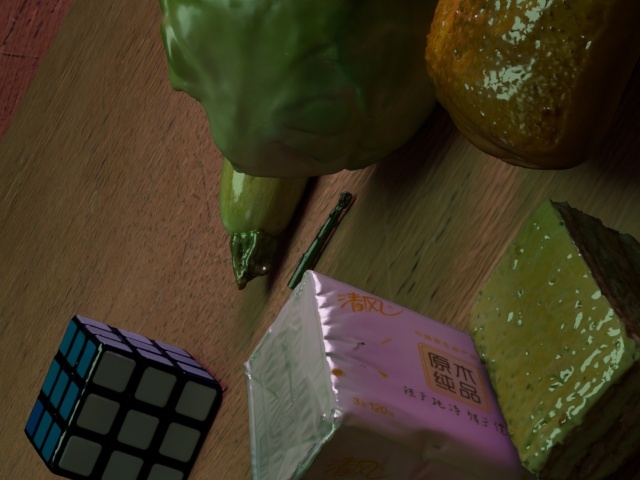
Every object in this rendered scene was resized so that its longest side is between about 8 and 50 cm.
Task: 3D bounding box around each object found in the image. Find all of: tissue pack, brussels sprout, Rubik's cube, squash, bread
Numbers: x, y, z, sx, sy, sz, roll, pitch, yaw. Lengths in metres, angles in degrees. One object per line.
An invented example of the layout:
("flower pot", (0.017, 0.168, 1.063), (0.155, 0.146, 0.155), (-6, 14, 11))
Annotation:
("tissue pack", (0.069, 0.149, 1.301), (0.124, 0.225, 0.185), (-56, 24, 27))
("brussels sprout", (0.003, -0.229, 1.743), (0.344, 0.344, 0.268), (-60, -12, 15))
("Rubik's cube", (-0.229, 0.196, 2.010), (0.162, 0.163, 0.160), (-69, 22, 3))
("squash", (-0.071, -0.090, 1.987), (0.287, 0.137, 0.137), (-69, 22, -1))
("bread", (0.184, -0.230, 1.395), (0.328, 0.148, 0.337), (-84, 14, -74))
("bread", (0.189, 0.080, 1.264), (0.138, 0.102, 0.196), (-58, 26, 26))

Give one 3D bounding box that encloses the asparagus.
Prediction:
("asparagus", (0.000, 0.000, 1.878), (0.127, 0.015, 0.018), (-60, 32, 16))
